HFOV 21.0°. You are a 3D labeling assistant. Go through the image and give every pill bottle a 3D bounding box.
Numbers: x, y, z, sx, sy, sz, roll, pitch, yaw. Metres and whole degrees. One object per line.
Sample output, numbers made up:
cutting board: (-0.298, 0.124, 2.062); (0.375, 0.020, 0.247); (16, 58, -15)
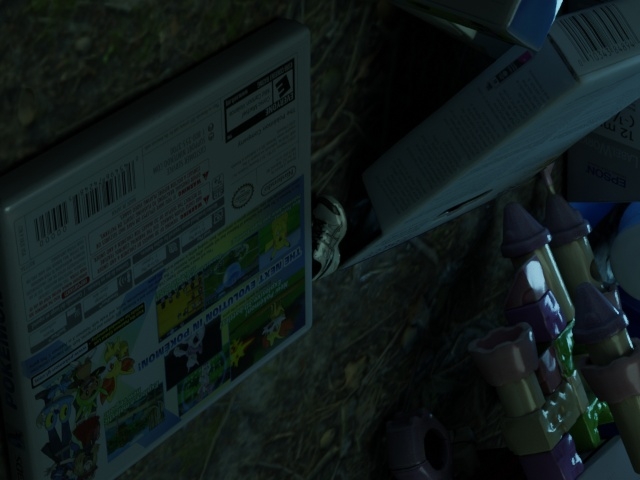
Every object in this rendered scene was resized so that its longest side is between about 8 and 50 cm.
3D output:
pill bottle: (0.411, -0.016, 1.976); (0.221, 0.121, 0.121); (-40, 143, -55)

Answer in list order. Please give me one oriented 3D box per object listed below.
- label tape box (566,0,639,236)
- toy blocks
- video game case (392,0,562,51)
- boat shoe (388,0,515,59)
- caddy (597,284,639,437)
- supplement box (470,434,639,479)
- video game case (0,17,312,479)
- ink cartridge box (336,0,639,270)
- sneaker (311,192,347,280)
label tape box: (0.374, -0.169, 1.864); (0.249, 0.115, 0.347); (-41, 140, -34)
toy blocks: (0.217, 0.087, 1.756); (0.288, 0.309, 0.260); (-38, 108, -55)
video game case: (0.102, -0.297, 1.237); (0.061, 0.244, 0.269); (23, 92, -56)
boat shoe: (0.115, -0.223, 1.433); (0.099, 0.116, 0.319); (-62, 157, 7)
caddy: (0.429, 0.177, 1.994); (0.179, 0.341, 0.241); (-10, 121, -33)
supplement box: (0.204, 0.270, 1.794); (0.130, 0.239, 0.073); (-33, 103, -41)
video game case: (-0.120, 0.022, 1.331); (0.329, 0.036, 0.300); (-36, 138, -40)
ink cartridge box: (0.191, -0.115, 1.571); (0.324, 0.071, 0.330); (-24, 170, -48)
sneaker: (0.000, 0.000, 1.496); (0.037, 0.032, 0.083); (-32, 135, -42)
